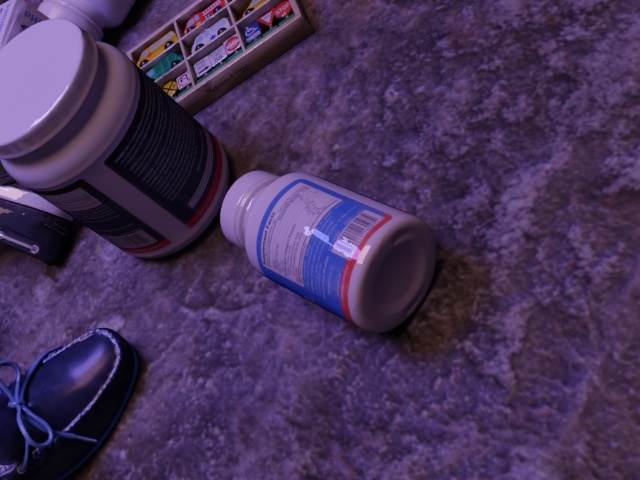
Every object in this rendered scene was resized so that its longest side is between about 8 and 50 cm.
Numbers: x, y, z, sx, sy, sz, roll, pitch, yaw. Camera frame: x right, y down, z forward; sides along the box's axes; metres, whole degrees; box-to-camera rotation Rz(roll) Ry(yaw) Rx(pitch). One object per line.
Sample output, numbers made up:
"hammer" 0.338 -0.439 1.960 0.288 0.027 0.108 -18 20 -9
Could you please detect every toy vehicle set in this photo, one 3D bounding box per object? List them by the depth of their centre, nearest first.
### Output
"toy vehicle set" -0.148 -0.277 1.217 0.267 0.035 0.166 -32 51 13

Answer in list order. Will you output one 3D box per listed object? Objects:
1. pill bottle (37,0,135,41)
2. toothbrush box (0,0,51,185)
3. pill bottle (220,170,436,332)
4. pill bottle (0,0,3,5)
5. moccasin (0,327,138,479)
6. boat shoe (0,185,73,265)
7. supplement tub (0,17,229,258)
"pill bottle" -0.349 -0.406 1.358 0.131 0.131 0.229 17 74 38
"toothbrush box" -0.437 -0.197 1.223 0.283 0.206 0.122 -12 59 35
"pill bottle" 0.000 0.000 0.906 0.221 0.124 0.124 26 79 40
"pill bottle" -0.628 -0.362 1.502 0.146 0.146 0.264 -21 55 21
"moccasin" -0.349 0.231 0.978 0.138 0.117 0.342 34 76 31
"boat shoe" -0.491 -0.042 1.194 0.302 0.114 0.091 14 82 10
"supplement tub" -0.254 -0.113 1.035 0.191 0.272 0.191 -15 56 24
